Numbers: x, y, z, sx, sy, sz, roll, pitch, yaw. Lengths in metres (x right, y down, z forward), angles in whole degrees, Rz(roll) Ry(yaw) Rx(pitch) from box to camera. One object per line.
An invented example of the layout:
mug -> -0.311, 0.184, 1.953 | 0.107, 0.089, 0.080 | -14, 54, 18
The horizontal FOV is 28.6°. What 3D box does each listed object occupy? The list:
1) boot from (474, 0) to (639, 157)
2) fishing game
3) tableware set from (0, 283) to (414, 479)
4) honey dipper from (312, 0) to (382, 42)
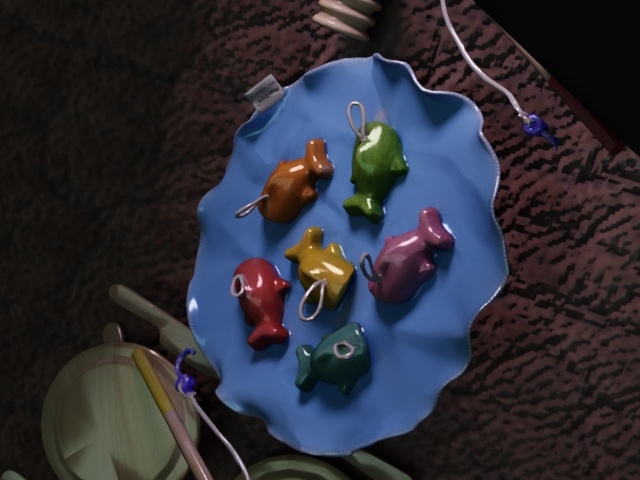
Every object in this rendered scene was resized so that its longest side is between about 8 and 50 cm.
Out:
boot -> 0.145, -0.205, 0.354 | 0.445, 0.146, 0.367 | 39, 130, -21
fishing game -> 0.000, 0.000, 0.557 | 0.264, 0.041, 0.189 | -48, 51, 22
tableware set -> -0.057, 0.125, 0.654 | 0.194, 0.039, 0.128 | 32, 95, 10
honey dipper -> 0.039, -0.173, 0.589 | 0.030, 0.030, 0.160 | 26, 101, 18
